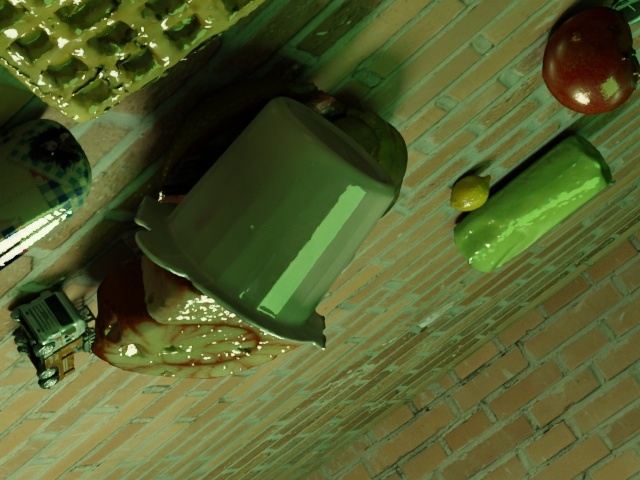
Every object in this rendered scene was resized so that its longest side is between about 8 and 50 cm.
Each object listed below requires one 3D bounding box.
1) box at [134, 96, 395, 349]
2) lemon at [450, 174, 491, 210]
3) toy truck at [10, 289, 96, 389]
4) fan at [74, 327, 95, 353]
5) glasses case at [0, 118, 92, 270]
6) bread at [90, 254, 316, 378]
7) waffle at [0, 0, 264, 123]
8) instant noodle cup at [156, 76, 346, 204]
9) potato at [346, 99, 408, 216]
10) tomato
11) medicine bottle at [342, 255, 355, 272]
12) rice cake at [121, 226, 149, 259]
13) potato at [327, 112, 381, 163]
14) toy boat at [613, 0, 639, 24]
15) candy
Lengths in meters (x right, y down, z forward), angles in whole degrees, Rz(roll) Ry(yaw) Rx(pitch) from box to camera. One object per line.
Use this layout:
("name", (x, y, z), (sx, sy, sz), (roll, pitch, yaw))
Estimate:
("box", (-0.057, -0.045, 1.272), (0.206, 0.262, 0.291), (-52, 145, 12))
("lemon", (0.286, -0.092, 2.115), (0.092, 0.065, 0.065), (-36, 160, 7))
("toy truck", (-0.379, 0.136, 1.627), (0.115, 0.080, 0.177), (-30, 161, -23))
("fan", (-0.389, 0.171, 1.797), (0.085, 0.005, 0.133), (-35, 159, 3))
("glasses case", (-0.394, -0.011, 1.204), (0.327, 0.125, 0.076), (-33, 151, 2))
("bread", (-0.160, 0.103, 1.596), (0.295, 0.114, 0.328), (14, 147, -39))
("waffle", (-0.214, -0.257, 0.943), (0.261, 0.114, 0.376), (-33, 160, 6))
("instant noodle cup", (-0.105, -0.128, 1.414), (0.274, 0.090, 0.274), (-29, 159, -12))
("potato", (0.050, -0.102, 1.636), (0.169, 0.143, 0.248), (-48, 169, -3))
("tomato", (0.432, -0.283, 1.785), (0.167, 0.167, 0.167), (-29, 159, -12))
("medicine bottle", (0.000, 0.000, 1.808), (0.103, 0.102, 0.186), (-33, 169, 1))
("rice cake", (-0.149, -0.057, 1.566), (0.290, 0.051, 0.081), (-33, 161, -2))
("potato", (0.033, -0.081, 1.461), (0.101, 0.089, 0.172), (-20, 154, -35))
("toy boat", (0.514, -0.403, 1.807), (0.105, 0.034, 0.149), (-32, 148, 6))
("candy", (0.427, -0.073, 2.267), (0.343, 0.132, 0.142), (-40, 174, 18))
